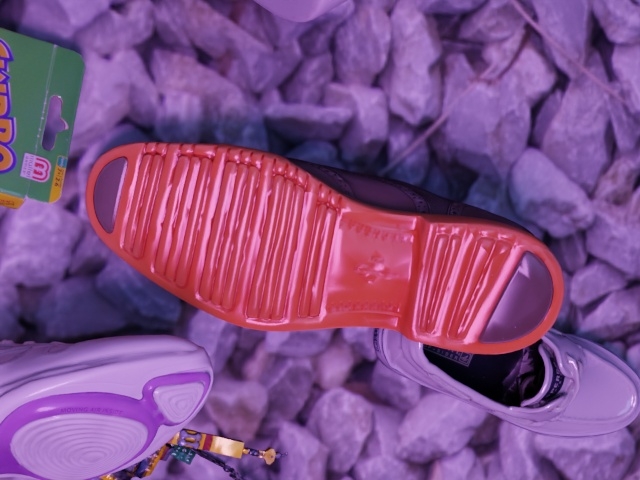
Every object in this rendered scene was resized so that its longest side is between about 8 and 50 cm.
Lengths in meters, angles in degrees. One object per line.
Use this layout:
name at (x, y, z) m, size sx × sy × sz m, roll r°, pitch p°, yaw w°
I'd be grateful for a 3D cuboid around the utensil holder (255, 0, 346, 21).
utensil holder at (0.070, -0.372, 0.847) m, size 0.385 × 0.327 × 0.328 m, roll -35°, pitch 107°, yaw -12°

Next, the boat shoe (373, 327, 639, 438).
boat shoe at (0.177, 0.111, 1.065) m, size 0.267 × 0.088 × 0.096 m, roll 23°, pitch 87°, yaw -22°

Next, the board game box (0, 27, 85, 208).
board game box at (-0.298, -0.107, 0.863) m, size 0.259 × 0.039 × 0.124 m, roll 14°, pitch 68°, yaw -20°

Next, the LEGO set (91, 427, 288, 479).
LEGO set at (-0.083, 0.270, 0.924) m, size 0.331 × 0.192 × 0.255 m, roll 41°, pitch 81°, yaw -20°

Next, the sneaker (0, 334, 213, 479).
sneaker at (-0.228, 0.098, 0.855) m, size 0.305 × 0.152 × 0.114 m, roll -13°, pitch 138°, yaw -4°

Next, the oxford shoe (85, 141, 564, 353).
oxford shoe at (0.000, 0.000, 0.977) m, size 0.363 × 0.133 × 0.130 m, roll 16°, pitch 104°, yaw -5°
